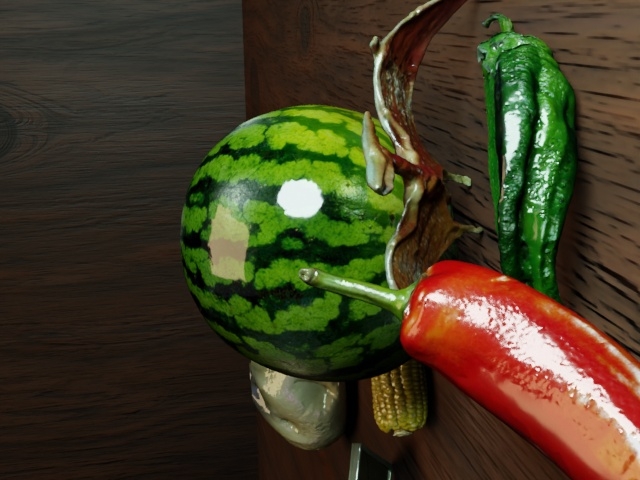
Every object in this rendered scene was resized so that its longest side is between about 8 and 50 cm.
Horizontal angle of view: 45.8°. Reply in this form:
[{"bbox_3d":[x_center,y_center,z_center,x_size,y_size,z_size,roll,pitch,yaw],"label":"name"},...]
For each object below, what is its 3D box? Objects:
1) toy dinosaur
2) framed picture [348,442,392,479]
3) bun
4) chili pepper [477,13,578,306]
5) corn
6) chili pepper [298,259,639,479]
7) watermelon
[{"bbox_3d":[0.116,-0.065,0.641,0.206,0.113,0.327,49,-141,-39],"label":"toy dinosaur"},{"bbox_3d":[0.059,0.379,0.981,0.150,0.015,0.203,51,-138,-56],"label":"framed picture"},{"bbox_3d":[-0.041,0.234,1.350,0.273,0.169,0.272,172,90,-85],"label":"bun"},{"bbox_3d":[0.154,-0.069,0.557,0.122,0.065,0.278,56,-149,-73],"label":"chili pepper"},{"bbox_3d":[0.090,0.132,0.916,0.072,0.072,0.203,139,127,-75],"label":"corn"},{"bbox_3d":[0.145,0.100,0.446,0.368,0.137,0.091,37,115,42],"label":"chili pepper"},{"bbox_3d":[0.000,0.000,0.779,0.285,0.285,0.285,176,90,-78],"label":"watermelon"}]
